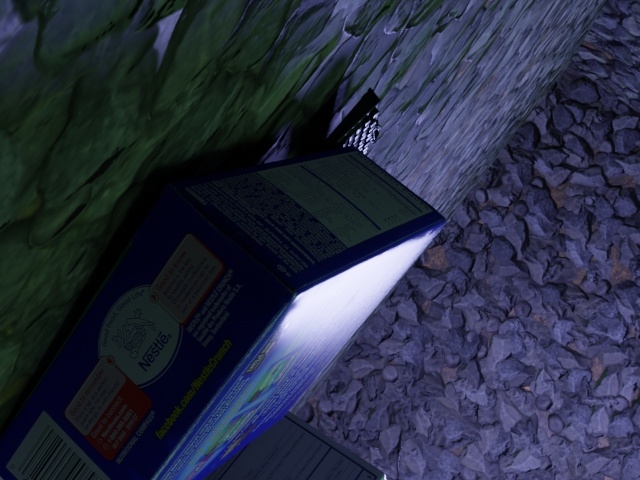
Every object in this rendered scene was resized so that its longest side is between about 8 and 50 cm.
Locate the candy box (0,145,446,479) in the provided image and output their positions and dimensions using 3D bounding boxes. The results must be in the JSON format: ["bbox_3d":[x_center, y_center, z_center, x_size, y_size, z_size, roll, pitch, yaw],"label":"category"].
[{"bbox_3d":[-0.065,0.068,0.824,0.268,0.122,0.317,-53,167,22],"label":"candy box"}]

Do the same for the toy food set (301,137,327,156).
[{"bbox_3d":[-0.016,-0.059,1.005,0.122,0.019,0.078,-57,171,22],"label":"toy food set"}]

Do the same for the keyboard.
[{"bbox_3d":[0.029,-0.082,1.004,0.108,0.023,0.180,-51,172,-20],"label":"keyboard"}]

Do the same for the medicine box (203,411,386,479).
[{"bbox_3d":[-0.083,0.411,1.601,0.263,0.289,0.149,-49,151,-23],"label":"medicine box"}]
